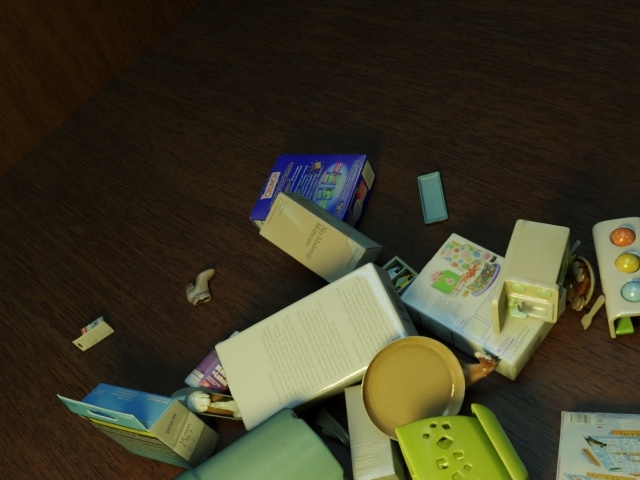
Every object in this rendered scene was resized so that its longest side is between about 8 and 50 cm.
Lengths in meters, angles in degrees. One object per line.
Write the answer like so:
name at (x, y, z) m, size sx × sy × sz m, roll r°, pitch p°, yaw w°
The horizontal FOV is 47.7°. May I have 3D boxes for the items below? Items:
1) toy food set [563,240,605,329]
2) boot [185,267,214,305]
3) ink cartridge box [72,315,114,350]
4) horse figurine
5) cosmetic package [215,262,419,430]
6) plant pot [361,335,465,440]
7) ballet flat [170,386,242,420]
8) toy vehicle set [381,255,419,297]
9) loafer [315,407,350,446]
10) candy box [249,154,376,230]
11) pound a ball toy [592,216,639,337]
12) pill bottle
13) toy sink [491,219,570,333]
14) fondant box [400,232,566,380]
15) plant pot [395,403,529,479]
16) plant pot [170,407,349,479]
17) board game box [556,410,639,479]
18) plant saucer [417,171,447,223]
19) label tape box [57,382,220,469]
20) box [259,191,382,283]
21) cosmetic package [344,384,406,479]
toy food set at (0.612, 0.103, 1.739) m, size 0.039 × 0.132 × 0.192 m, roll 2°, pitch 47°, yaw -11°
boot at (-0.359, 0.147, 2.226) m, size 0.118 × 0.042 × 0.087 m, roll -37°, pitch 52°, yaw -6°
ink cartridge box at (-0.708, 0.290, 2.250) m, size 0.115 × 0.062 × 0.029 m, roll -33°, pitch 47°, yaw -4°
horse figurine at (0.276, 0.344, 1.673) m, size 0.066 × 0.175 × 0.263 m, roll -112°, pitch 46°, yaw -75°
cosmetic package at (-0.002, 0.265, 1.770) m, size 0.454 × 0.161 × 0.230 m, roll -29°, pitch 71°, yaw 13°
plant pot at (0.202, 0.327, 1.603) m, size 0.236 × 0.236 × 0.032 m, roll -37°, pitch 8°, yaw -8°
ballet flat at (-0.275, 0.416, 1.854) m, size 0.213 × 0.068 × 0.072 m, roll 14°, pitch 70°, yaw -17°
toy vehicle set at (0.160, 0.175, 1.950) m, size 0.267 × 0.035 × 0.166 m, roll -39°, pitch 47°, yaw -9°
loafer at (0.038, 0.461, 1.754) m, size 0.050 × 0.056 × 0.148 m, roll -58°, pitch 33°, yaw 1°
candy box at (-0.021, -0.135, 2.243) m, size 0.317 × 0.122 × 0.268 m, roll 5°, pitch 56°, yaw 27°
pound a ball toy at (0.761, 0.055, 1.697) m, size 0.208 × 0.135 × 0.319 m, roll -9°, pitch 50°, yaw 19°
pill bottle at (-0.265, 0.343, 1.961) m, size 0.108 × 0.108 × 0.193 m, roll 27°, pitch 67°, yaw 39°
toy sink at (0.485, 0.096, 1.648) m, size 0.131 × 0.152 × 0.234 m, roll 12°, pitch 59°, yaw 24°
fondant box at (0.399, 0.155, 1.789) m, size 0.330 × 0.096 × 0.238 m, roll 30°, pitch 69°, yaw 32°
plant pot at (0.303, 0.488, 1.493) m, size 0.207 × 0.228 × 0.227 m, roll -23°, pitch 45°, yaw -4°
plant pot at (-0.128, 0.564, 1.576) m, size 0.334 × 0.341 × 0.341 m, roll -37°, pitch 46°, yaw -18°
board game box at (0.620, 0.464, 1.387) m, size 0.319 × 0.065 × 0.318 m, roll -3°, pitch 29°, yaw 24°
plant saucer at (0.332, -0.125, 2.137) m, size 0.067 × 0.018 × 0.192 m, roll -15°, pitch 47°, yaw 14°
label tape box at (-0.442, 0.441, 1.794) m, size 0.249 × 0.347 × 0.115 m, roll 4°, pitch 54°, yaw 28°
box at (0.000, 0.000, 2.027) m, size 0.311 × 0.121 × 0.147 m, roll 33°, pitch 106°, yaw 24°
cosmetic package at (0.127, 0.457, 1.665) m, size 0.107 × 0.127 × 0.237 m, roll -18°, pitch 45°, yaw 10°
